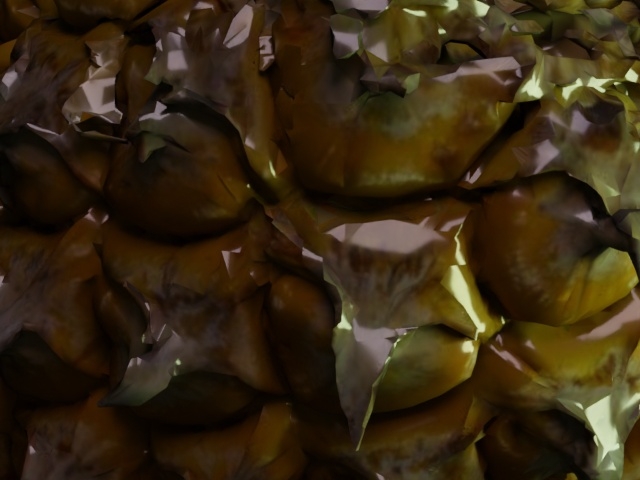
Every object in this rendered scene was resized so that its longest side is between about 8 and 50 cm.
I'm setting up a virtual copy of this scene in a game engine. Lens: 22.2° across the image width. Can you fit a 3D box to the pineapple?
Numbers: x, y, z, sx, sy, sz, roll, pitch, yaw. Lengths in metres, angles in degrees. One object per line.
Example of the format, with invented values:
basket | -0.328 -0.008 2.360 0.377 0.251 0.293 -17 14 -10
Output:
pineapple | 0.003 0.000 0.604 0.352 0.300 0.352 12 30 -7
